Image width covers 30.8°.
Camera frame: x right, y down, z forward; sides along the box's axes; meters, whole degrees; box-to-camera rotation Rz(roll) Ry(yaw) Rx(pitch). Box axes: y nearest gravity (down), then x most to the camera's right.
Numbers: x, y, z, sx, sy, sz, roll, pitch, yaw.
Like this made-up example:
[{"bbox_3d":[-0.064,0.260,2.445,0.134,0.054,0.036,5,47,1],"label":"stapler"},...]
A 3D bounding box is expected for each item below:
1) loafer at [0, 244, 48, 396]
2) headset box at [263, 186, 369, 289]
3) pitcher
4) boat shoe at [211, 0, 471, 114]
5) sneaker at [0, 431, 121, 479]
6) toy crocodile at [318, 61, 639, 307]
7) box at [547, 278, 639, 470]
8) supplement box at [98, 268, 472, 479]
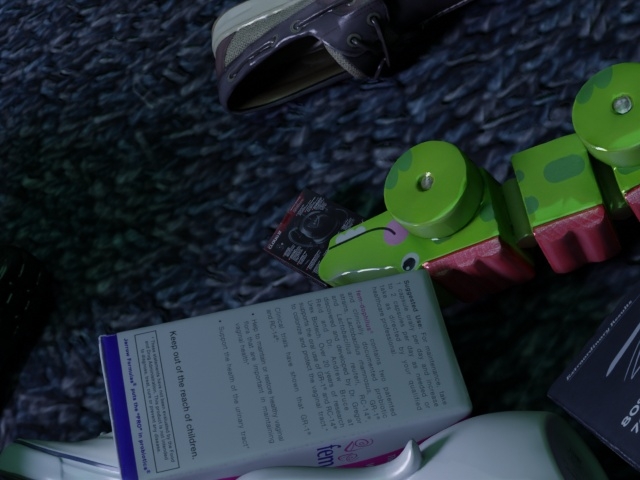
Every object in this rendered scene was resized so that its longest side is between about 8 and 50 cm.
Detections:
[{"bbox_3d":[-0.321,0.107,1.049,0.078,0.076,0.223,13,73,50],"label":"loafer"},{"bbox_3d":[0.000,0.000,0.923,0.083,0.032,0.062,28,81,40],"label":"headset box"},{"bbox_3d":[0.057,0.172,0.693,0.207,0.178,0.125,-35,22,21],"label":"pitcher"},{"bbox_3d":[0.029,-0.175,0.961,0.285,0.103,0.092,-15,63,30],"label":"boat shoe"},{"bbox_3d":[-0.128,0.172,0.886,0.258,0.094,0.091,4,55,26],"label":"sneaker"},{"bbox_3d":[0.156,-0.023,0.781,0.341,0.115,0.105,-22,55,21],"label":"toy crocodile"},{"bbox_3d":[0.229,0.074,0.616,0.108,0.207,0.153,39,92,-3],"label":"box"},{"bbox_3d":[-0.022,0.111,0.770,0.220,0.111,0.114,-13,56,-6],"label":"supplement box"}]
